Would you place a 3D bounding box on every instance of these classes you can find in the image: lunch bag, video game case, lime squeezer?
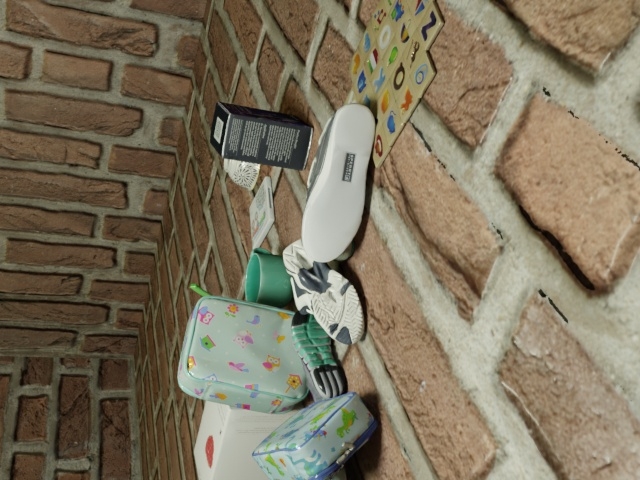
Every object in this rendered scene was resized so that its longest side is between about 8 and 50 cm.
[{"bbox_3d":[-0.009,0.350,1.244,0.090,0.176,0.219,55,145,-1],"label":"lunch bag"},{"bbox_3d":[-0.162,-0.073,1.931,0.157,0.019,0.143,124,145,-51],"label":"video game case"},{"bbox_3d":[-0.150,0.236,1.490,0.108,0.279,0.224,124,156,-49],"label":"lunch bag"},{"bbox_3d":[-0.268,0.235,2.018,0.059,0.109,0.310,-110,2,-51],"label":"lime squeezer"}]

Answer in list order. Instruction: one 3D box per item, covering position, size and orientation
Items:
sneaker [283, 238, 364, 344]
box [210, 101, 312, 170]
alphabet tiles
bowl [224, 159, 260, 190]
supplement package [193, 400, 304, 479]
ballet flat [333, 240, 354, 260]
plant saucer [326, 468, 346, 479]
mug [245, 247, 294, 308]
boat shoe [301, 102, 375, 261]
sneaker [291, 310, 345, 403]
[{"bbox_3d":[0.011,0.121,1.378,0.235,0.094,0.153,47,166,26],"label":"sneaker"},{"bbox_3d":[-0.143,-0.248,1.674,0.153,0.207,0.108,-134,53,-61],"label":"box"},{"bbox_3d":[0.123,-0.314,1.295,0.343,0.011,0.285,120,147,-46],"label":"alphabet tiles"},{"bbox_3d":[-0.237,-0.233,2.077,0.170,0.080,0.170,-175,90,-69],"label":"bowl"},{"bbox_3d":[-0.173,0.442,1.623,0.177,0.175,0.293,-122,42,-55],"label":"supplement package"},{"bbox_3d":[0.000,0.000,1.445,0.213,0.068,0.072,-167,83,-68],"label":"ballet flat"},{"bbox_3d":[-0.058,0.572,1.288,0.400,0.100,0.401,-166,90,-79],"label":"plant saucer"},{"bbox_3d":[-0.114,0.085,1.670,0.129,0.097,0.158,148,125,-64],"label":"mug"},{"bbox_3d":[0.023,-0.110,1.336,0.102,0.108,0.301,-165,85,-71],"label":"boat shoe"},{"bbox_3d":[-0.018,0.243,1.419,0.224,0.083,0.098,-109,27,-45],"label":"sneaker"}]
